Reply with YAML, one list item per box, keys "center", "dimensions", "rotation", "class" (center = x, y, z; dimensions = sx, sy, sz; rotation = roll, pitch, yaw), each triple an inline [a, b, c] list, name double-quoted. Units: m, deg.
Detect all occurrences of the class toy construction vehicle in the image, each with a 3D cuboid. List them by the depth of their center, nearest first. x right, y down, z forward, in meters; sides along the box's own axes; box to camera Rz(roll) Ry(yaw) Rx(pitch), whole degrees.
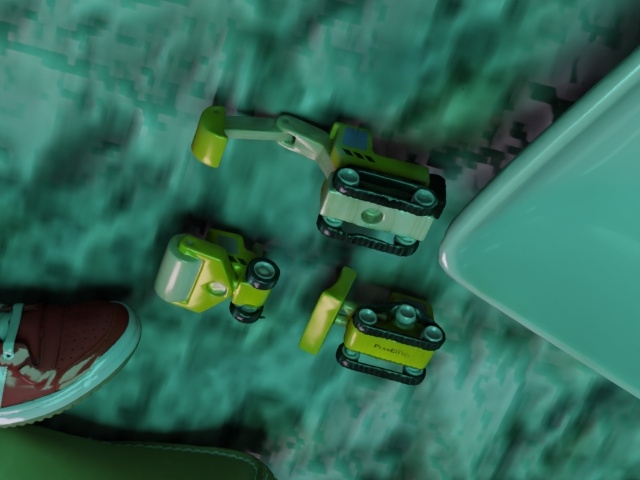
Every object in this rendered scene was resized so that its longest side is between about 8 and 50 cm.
- center: [0.000, 0.000, 0.514]
  dimensions: [0.098, 0.035, 0.086]
  rotation: [14, 135, -6]
  class: "toy construction vehicle"

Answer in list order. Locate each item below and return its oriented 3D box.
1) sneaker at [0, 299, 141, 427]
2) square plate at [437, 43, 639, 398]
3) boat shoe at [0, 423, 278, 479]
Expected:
- center: [-0.124, 0.029, 0.526]
  dimensions: [0.118, 0.042, 0.067]
  rotation: [-17, 127, 15]
  class: "sneaker"
- center: [0.271, -0.029, 0.477]
  dimensions: [0.344, 0.049, 0.347]
  rotation: [32, 120, -21]
  class: "square plate"
- center: [-0.108, 0.092, 0.560]
  dimensions: [0.190, 0.068, 0.072]
  rotation: [-9, 113, 7]
  class: "boat shoe"
